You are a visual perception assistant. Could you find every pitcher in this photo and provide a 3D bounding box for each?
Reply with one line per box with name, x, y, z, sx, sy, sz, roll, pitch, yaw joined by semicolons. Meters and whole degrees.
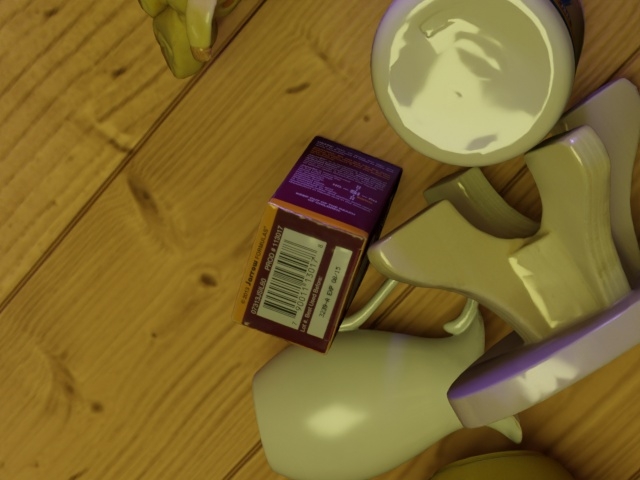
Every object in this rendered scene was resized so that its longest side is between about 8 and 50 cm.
pitcher;0.048;0.104;1.502;0.207;0.125;0.177;-13;87;5

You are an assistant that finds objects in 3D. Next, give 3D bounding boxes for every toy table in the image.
toy table;0.178;0.004;1.380;0.161;0.274;0.252;59;148;-5

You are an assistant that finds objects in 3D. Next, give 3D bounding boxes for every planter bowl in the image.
planter bowl;0.148;0.228;1.504;0.217;0.217;0.090;-14;68;16

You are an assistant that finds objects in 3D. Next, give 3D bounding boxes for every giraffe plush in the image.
giraffe plush;-0.053;-0.234;1.386;0.170;0.210;0.181;-21;101;-12

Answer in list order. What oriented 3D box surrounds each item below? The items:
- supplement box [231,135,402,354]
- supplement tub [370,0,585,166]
supplement box;0.000;0.000;1.427;0.081;0.188;0.104;20;111;4
supplement tub;0.121;-0.147;1.346;0.144;0.199;0.144;4;110;10
